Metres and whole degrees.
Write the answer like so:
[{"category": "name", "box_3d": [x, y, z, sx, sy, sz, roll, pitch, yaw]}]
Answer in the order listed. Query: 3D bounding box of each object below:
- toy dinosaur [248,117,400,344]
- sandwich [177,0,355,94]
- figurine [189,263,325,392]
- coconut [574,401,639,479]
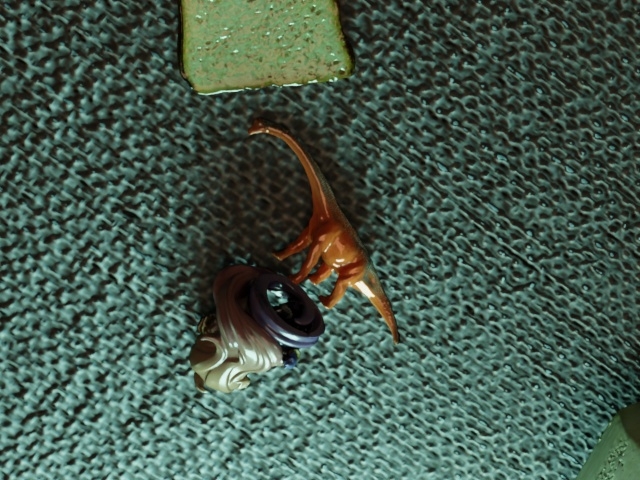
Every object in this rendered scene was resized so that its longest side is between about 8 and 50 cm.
[{"category": "toy dinosaur", "box_3d": [-0.001, -0.002, 1.678, 0.101, 0.055, 0.279, -41, 109, 1]}, {"category": "sandwich", "box_3d": [-0.059, -0.255, 1.561, 0.186, 0.065, 0.215, -9, 113, -1]}, {"category": "figurine", "box_3d": [-0.084, 0.098, 1.678, 0.157, 0.114, 0.126, -35, 76, 14]}, {"category": "coconut", "box_3d": [0.431, 0.313, 1.710, 0.352, 0.353, 0.353, -2, 112, -4]}]
